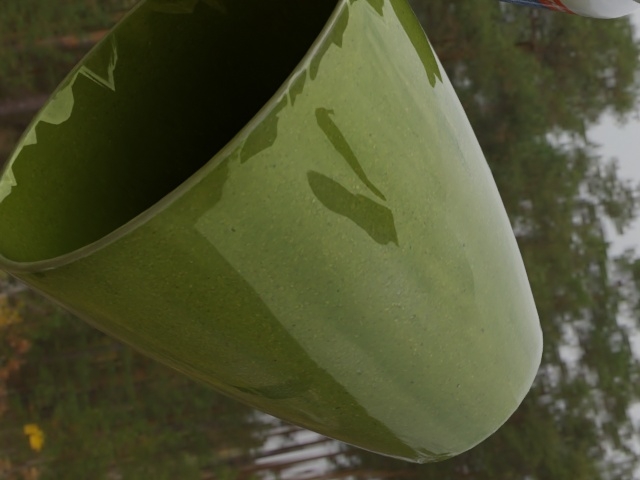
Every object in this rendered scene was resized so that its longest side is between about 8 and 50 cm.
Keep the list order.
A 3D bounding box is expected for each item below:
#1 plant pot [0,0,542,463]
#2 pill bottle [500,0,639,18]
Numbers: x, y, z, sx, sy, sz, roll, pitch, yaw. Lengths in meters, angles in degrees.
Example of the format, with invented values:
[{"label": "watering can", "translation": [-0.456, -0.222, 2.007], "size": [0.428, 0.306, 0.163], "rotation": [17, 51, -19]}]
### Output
[{"label": "plant pot", "translation": [0.000, 0.000, 0.743], "size": [0.293, 0.275, 0.275], "rotation": [46, 12, -30]}, {"label": "pill bottle", "translation": [0.189, -0.234, 0.918], "size": [0.221, 0.124, 0.124], "rotation": [27, -50, 53]}]
